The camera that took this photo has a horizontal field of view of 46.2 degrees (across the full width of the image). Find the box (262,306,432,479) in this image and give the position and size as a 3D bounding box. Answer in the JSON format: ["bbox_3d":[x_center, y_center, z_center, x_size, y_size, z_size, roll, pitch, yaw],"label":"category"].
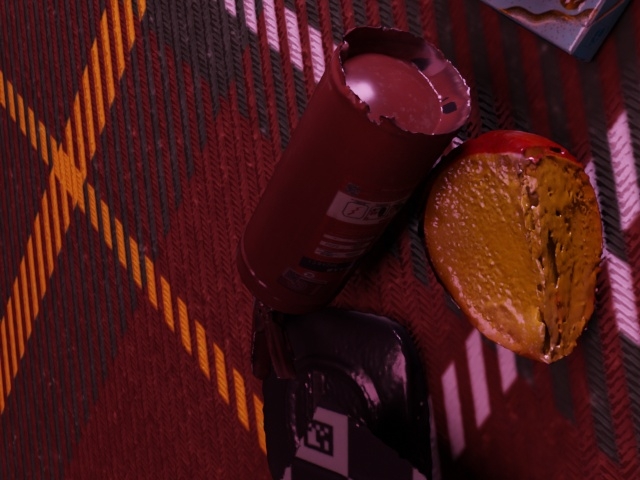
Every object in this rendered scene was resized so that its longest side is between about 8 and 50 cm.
[{"bbox_3d":[0.015,0.170,0.720,0.201,0.042,0.213,2,94,40],"label":"box"}]

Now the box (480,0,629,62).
[{"bbox_3d":[0.191,-0.270,0.542,0.162,0.041,0.229,45,119,33],"label":"box"}]

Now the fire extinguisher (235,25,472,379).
[{"bbox_3d":[0.000,0.000,0.618,0.337,0.106,0.147,121,150,-47],"label":"fire extinguisher"}]

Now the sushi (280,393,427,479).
[{"bbox_3d":[0.078,0.299,0.639,0.294,0.059,0.292,38,125,19],"label":"sushi"}]

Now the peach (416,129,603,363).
[{"bbox_3d":[0.151,0.001,0.558,0.127,0.092,0.172,-35,76,45],"label":"peach"}]
